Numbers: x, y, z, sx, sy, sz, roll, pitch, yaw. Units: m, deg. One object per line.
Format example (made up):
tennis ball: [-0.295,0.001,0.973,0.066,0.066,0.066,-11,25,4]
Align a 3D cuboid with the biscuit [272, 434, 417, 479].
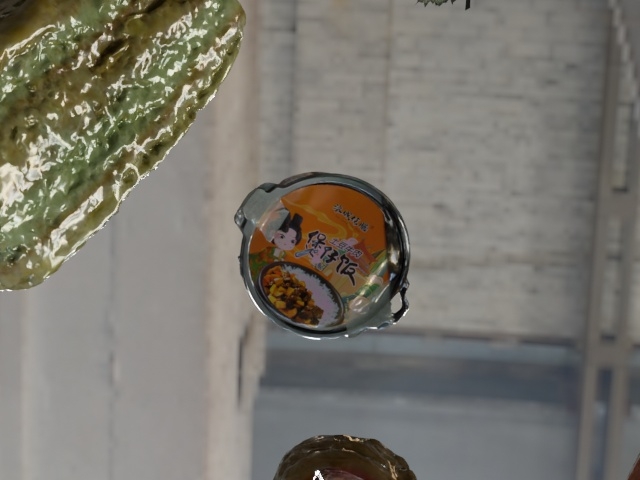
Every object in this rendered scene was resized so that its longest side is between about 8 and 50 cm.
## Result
biscuit: [-0.058,0.348,1.359,0.394,0.368,0.076,-19,-162,18]

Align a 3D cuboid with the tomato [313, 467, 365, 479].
tomato: [0.055,0.228,1.147,0.099,0.189,0.173,-8,-170,-7]

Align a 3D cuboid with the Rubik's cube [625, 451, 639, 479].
Rubik's cube: [0.305,0.292,1.329,0.205,0.207,0.205,27,177,-9]

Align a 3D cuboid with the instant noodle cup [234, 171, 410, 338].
instant noodle cup: [0.000,0.000,1.940,0.177,0.208,0.125,-35,-162,5]

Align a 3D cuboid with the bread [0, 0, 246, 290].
bread: [-0.138,-0.069,0.855,0.138,0.102,0.196,3,-139,47]

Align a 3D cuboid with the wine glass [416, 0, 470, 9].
wine glass: [-0.047,-0.265,1.059,0.357,0.190,0.190,17,-175,-35]
